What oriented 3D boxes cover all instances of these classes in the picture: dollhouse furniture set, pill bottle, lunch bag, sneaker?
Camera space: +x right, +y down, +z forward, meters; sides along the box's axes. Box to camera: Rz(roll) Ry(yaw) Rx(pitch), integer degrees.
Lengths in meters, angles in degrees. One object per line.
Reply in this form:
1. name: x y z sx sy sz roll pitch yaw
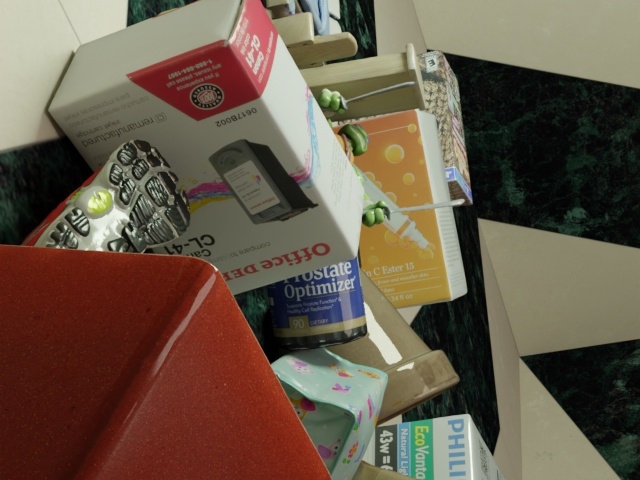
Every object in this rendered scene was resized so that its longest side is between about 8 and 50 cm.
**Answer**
1. dollhouse furniture set: 0.037 -0.372 1.707 0.286 0.198 0.304 59 24 -66
2. pill bottle: -0.013 0.022 1.401 0.123 0.122 0.219 -17 99 -73
3. lunch bag: -0.037 0.278 1.381 0.262 0.160 0.223 -68 168 11
4. sneaker: -0.219 -0.010 1.035 0.107 0.118 0.279 61 28 -12

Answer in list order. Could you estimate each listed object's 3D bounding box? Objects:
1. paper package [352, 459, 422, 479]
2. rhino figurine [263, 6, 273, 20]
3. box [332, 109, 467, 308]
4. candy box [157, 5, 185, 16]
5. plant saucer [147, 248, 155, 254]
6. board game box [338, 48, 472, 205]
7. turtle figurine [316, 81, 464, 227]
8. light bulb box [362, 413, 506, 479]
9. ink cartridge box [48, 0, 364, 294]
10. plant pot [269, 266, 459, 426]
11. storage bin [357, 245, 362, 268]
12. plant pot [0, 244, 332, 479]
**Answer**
1. paper package: 0.106 0.512 1.517 0.325 0.168 0.309 -68 151 -22
2. rhino figurine: -0.080 -0.253 1.726 0.106 0.073 0.243 -16 96 -77
3. box: 0.125 -0.048 2.020 0.168 0.214 0.346 -6 85 -73
4. candy box: -0.143 -0.124 1.409 0.183 0.087 0.317 -71 146 -57
5. plant saucer: -0.180 0.015 1.321 0.119 0.021 0.119 -12 90 -74
6. board game box: 0.166 -0.206 2.228 0.141 0.232 0.291 42 40 -62
7. turtle figurine: 0.027 -0.111 1.623 0.266 0.274 0.198 -39 137 -35
8. light bulb box: 0.202 0.542 1.891 0.361 0.225 0.358 58 28 -49
9. ink cartridge box: -0.112 -0.095 1.205 0.306 0.226 0.131 59 25 -33
10. plant pot: 0.039 0.165 1.613 0.229 0.263 0.263 64 15 10
11. storage bin: 0.000 0.000 1.812 0.180 0.084 0.122 27 54 -70
12. plant pot: -0.188 0.181 0.810 0.236 0.267 0.267 -61 141 -38
